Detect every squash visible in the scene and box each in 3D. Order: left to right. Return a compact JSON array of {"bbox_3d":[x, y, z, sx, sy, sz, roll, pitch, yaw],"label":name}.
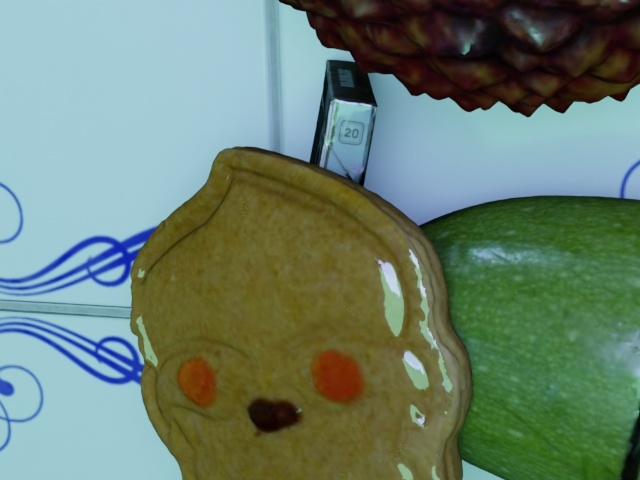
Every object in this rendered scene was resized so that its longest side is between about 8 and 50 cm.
[{"bbox_3d":[0.191,0.072,0.974,0.309,0.310,0.310,21,111,25],"label":"squash"}]

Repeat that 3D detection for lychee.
[{"bbox_3d":[0.120,-0.321,0.777,0.500,0.424,0.424,45,112,13],"label":"lychee"}]

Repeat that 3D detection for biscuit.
[{"bbox_3d":[-0.026,0.140,0.928,0.350,0.078,0.455,-5,98,32],"label":"biscuit"}]

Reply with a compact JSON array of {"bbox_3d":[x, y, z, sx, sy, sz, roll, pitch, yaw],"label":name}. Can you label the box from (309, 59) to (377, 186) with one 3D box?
[{"bbox_3d":[0.000,0.000,1.016,0.047,0.180,0.324,10,110,-4],"label":"box"}]
